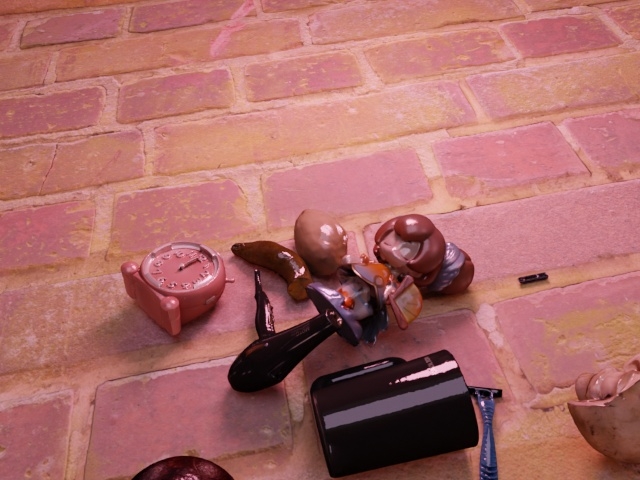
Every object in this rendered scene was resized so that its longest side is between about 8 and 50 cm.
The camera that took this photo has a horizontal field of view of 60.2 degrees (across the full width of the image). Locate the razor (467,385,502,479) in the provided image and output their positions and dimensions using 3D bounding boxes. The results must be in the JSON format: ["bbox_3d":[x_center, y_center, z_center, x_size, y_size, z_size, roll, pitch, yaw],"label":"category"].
[{"bbox_3d":[0.355,0.425,1.176,0.082,0.042,0.253,6,51,8],"label":"razor"}]

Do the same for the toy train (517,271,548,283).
[{"bbox_3d":[0.559,0.101,1.458,0.083,0.017,0.017,-11,47,-6],"label":"toy train"}]

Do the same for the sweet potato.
[{"bbox_3d":[-0.129,0.061,1.497,0.286,0.085,0.112,27,66,25],"label":"sweet potato"}]

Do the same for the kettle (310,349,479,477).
[{"bbox_3d":[0.138,0.340,1.165,0.308,0.203,0.262,-13,52,-4],"label":"kettle"}]

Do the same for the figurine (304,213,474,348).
[{"bbox_3d":[0.179,0.087,1.378,0.388,0.248,0.277,-41,60,-16],"label":"figurine"}]

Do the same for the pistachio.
[{"bbox_3d":[0.000,0.000,1.518,0.152,0.126,0.223,-40,48,17],"label":"pistachio"}]

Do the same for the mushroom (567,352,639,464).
[{"bbox_3d":[0.641,0.358,1.143,0.254,0.195,0.188,-20,84,-20],"label":"mushroom"}]

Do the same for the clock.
[{"bbox_3d":[-0.359,0.108,1.451,0.227,0.142,0.241,33,49,28],"label":"clock"}]

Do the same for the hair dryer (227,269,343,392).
[{"bbox_3d":[-0.110,0.170,1.331,0.304,0.120,0.359,-40,40,18],"label":"hair dryer"}]

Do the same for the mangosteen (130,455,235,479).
[{"bbox_3d":[-0.250,0.540,0.963,0.293,0.297,0.297,26,55,27],"label":"mangosteen"}]
